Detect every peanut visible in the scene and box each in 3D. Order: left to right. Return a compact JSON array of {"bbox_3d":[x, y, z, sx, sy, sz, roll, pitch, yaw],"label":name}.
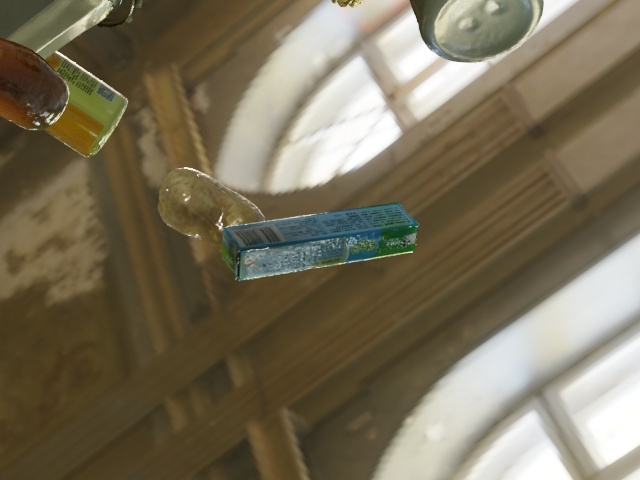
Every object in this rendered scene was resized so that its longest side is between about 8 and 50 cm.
[{"bbox_3d":[-0.202,-0.046,2.658,0.253,0.122,0.137,30,-165,13],"label":"peanut"}]

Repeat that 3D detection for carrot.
[{"bbox_3d":[-0.373,-0.194,1.577,0.193,0.087,0.087,31,-156,-28],"label":"carrot"}]

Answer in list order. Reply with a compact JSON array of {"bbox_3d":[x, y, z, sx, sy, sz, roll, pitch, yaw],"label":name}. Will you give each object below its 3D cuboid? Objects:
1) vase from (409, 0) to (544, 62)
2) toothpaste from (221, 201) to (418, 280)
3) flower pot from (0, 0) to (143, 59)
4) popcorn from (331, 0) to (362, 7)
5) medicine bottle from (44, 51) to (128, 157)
[{"bbox_3d":[0.213,-0.415,2.064,0.245,0.245,0.291,38,-151,-45],"label":"vase"},{"bbox_3d":[0.000,0.000,1.903,0.267,0.050,0.065,-9,-148,-24],"label":"toothpaste"},{"bbox_3d":[-0.415,-0.326,1.815,0.290,0.259,0.290,33,152,20],"label":"flower pot"},{"bbox_3d":[0.045,-0.397,2.161,0.057,0.082,0.083,1,-160,-34],"label":"popcorn"},{"bbox_3d":[-0.425,-0.235,2.188,0.239,0.124,0.124,32,-161,-13],"label":"medicine bottle"}]
